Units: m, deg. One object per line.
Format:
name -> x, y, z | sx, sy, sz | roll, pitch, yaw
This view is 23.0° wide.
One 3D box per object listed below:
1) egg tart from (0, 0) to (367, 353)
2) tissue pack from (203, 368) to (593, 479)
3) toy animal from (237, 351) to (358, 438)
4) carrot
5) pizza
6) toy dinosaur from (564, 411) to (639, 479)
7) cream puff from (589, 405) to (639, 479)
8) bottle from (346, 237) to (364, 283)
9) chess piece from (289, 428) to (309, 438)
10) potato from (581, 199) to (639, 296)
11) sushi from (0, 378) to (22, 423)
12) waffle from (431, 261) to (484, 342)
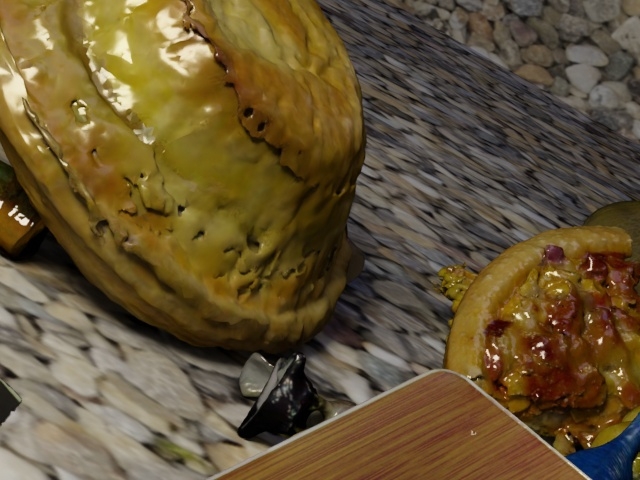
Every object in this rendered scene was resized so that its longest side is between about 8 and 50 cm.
egg tart -> -0.093, -0.125, 1.231 | 0.443, 0.178, 0.443 | 44, 28, -31
tissue pack -> 0.008, 0.186, 0.646 | 0.246, 0.136, 0.159 | -22, 47, -37
toy animal -> 0.027, 0.135, 1.084 | 0.202, 0.070, 0.105 | 26, -2, 8
carrot -> -0.308, -0.073, 1.172 | 0.260, 0.070, 0.070 | 32, 18, 11
pizza -> 0.228, 0.095, 1.332 | 0.229, 0.081, 0.289 | 47, 45, 8
toy dinosaur -> 0.184, 0.147, 1.045 | 0.075, 0.188, 0.248 | 43, 4, 21
cream puff -> 0.272, 0.184, 1.195 | 0.156, 0.156, 0.121 | 25, 35, -10
bottle -> 0.000, 0.000, 1.463 | 0.045, 0.045, 0.096 | 9, 26, -46
chess piece -> 0.070, 0.204, 0.895 | 0.139, 0.124, 0.307 | -16, 32, -21
potato -> 0.359, 0.043, 1.705 | 0.174, 0.159, 0.251 | 6, 23, 10
sushi -> -0.307, -0.005, 0.788 | 0.359, 0.064, 0.343 | 48, 16, -5
waffle -> 0.197, 0.088, 1.476 | 0.193, 0.070, 0.197 | 7, 24, -49
